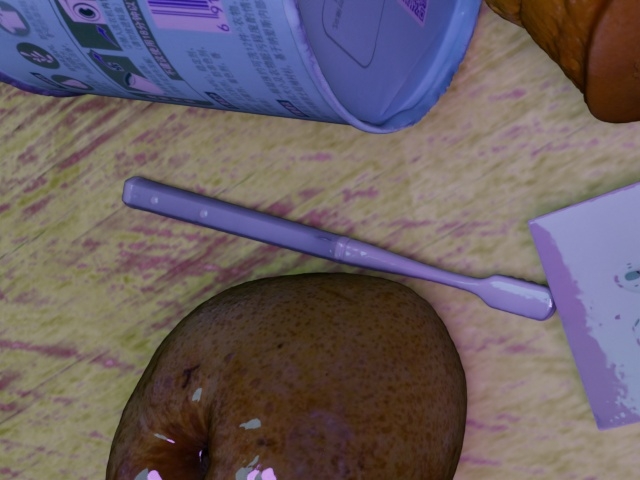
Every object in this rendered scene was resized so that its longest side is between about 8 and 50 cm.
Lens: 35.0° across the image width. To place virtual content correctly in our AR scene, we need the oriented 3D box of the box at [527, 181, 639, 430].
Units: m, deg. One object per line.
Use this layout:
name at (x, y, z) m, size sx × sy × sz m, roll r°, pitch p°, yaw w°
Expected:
box at (0.205, 0.028, 0.583) m, size 0.129 × 0.051 × 0.130 m, roll -21°, pitch 83°, yaw 26°

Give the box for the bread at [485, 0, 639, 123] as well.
bread at (0.196, -0.188, 0.500) m, size 0.142 × 0.195 × 0.270 m, roll 44°, pitch 115°, yaw 26°

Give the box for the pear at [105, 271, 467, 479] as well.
pear at (-0.020, 0.124, 0.614) m, size 0.188 × 0.211 × 0.228 m, roll 32°, pitch 106°, yaw 24°

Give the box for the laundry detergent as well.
laundry detergent at (-0.084, -0.218, 0.586) m, size 0.305 × 0.287 × 0.287 m, roll 11°, pitch 98°, yaw 26°

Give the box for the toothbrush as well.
toothbrush at (-0.001, 0.000, 0.700) m, size 0.342 × 0.030 × 0.025 m, roll 14°, pitch 99°, yaw 26°
